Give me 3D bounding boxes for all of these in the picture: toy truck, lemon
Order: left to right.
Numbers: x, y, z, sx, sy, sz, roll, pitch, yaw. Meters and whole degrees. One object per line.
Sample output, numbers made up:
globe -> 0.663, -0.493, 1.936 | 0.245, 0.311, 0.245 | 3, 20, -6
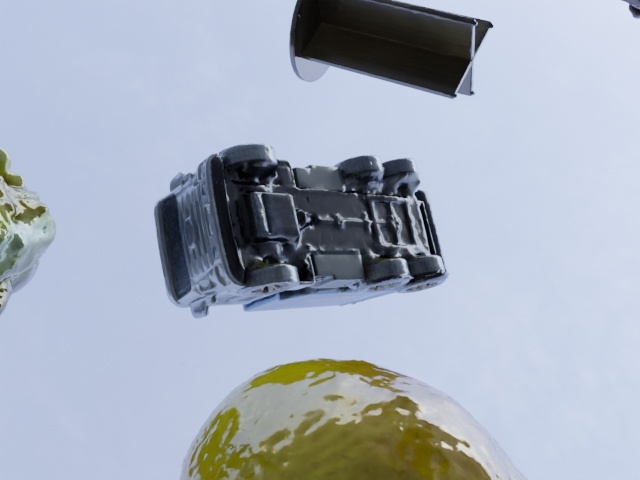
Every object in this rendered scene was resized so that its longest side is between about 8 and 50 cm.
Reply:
toy truck -> 0.000, 0.000, 0.841 | 0.367, 0.175, 0.146 | 3, -111, -45
lemon -> 0.023, 0.199, 0.556 | 0.234, 0.288, 0.233 | -15, -70, -47

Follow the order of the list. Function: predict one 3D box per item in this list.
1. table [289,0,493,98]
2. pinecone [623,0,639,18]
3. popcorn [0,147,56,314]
table -> 0.097, -0.264, 1.037 | 0.227, 0.167, 0.167 | 20, -103, 19
pinecone -> 0.269, -0.231, 0.434 | 0.247, 0.292, 0.246 | 5, -98, -35
popcorn -> -0.473, 0.001, 0.850 | 0.313, 0.312, 0.312 | 2, -99, -10
